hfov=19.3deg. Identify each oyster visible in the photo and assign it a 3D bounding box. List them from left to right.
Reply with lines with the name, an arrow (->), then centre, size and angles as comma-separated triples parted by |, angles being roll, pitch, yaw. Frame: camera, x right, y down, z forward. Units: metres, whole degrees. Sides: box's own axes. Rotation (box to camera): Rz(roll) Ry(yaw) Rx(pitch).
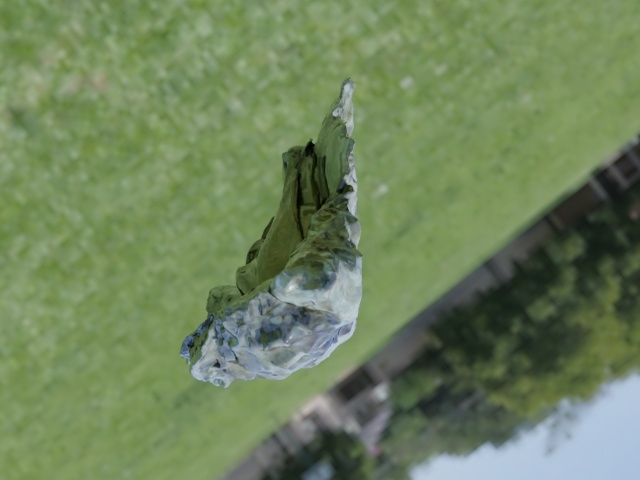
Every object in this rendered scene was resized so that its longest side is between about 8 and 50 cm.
oyster -> 0.000, -0.001, 0.476 | 0.100, 0.037, 0.098 | -64, -177, -37
